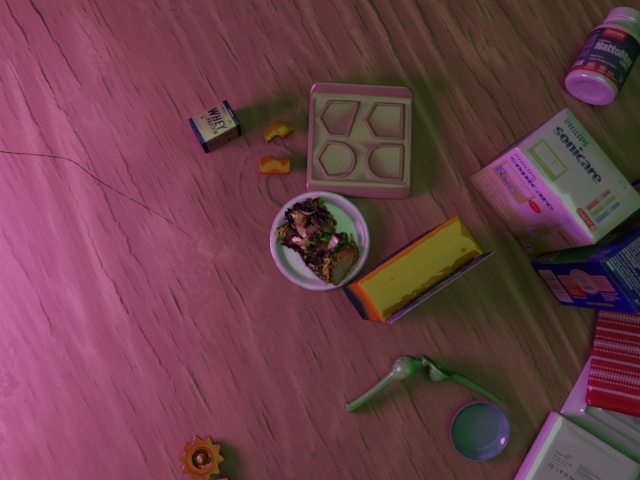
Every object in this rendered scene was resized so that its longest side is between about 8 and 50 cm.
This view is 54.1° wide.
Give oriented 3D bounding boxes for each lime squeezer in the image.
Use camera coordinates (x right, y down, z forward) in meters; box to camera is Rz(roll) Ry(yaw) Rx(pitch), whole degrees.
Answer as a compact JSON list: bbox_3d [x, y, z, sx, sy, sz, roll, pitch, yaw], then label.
[{"bbox_3d":[0.204,0.277,1.222,0.311,0.059,0.109,-2,84,-4],"label":"lime squeezer"}]

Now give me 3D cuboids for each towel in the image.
[{"bbox_3d":[0.638,0.211,1.215,0.199,0.031,0.274,9,74,26],"label":"towel"}]

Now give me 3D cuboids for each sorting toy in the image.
[{"bbox_3d":[0.033,-0.203,1.270,0.307,0.041,0.229,2,89,-3],"label":"sorting toy"}]

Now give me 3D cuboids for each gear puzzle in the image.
[{"bbox_3d":[-0.213,0.540,1.182,0.176,0.044,0.338,-11,82,-3],"label":"gear puzzle"}]

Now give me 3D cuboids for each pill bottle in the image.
[{"bbox_3d":[0.590,-0.380,1.284,0.108,0.108,0.180,29,83,0],"label":"pill bottle"}]

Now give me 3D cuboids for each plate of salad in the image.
[{"bbox_3d":[0.000,0.000,1.237,0.200,0.048,0.199,0,88,-3],"label":"plate of salad"}]

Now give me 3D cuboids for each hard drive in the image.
[{"bbox_3d":[0.466,0.521,1.218,0.203,0.040,0.307,32,83,-1],"label":"hard drive"}]

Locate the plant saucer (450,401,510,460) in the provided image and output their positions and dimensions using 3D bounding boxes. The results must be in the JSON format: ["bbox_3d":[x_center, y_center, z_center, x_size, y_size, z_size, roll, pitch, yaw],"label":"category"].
[{"bbox_3d":[0.311,0.371,1.229,0.119,0.021,0.119,0,95,-3],"label":"plant saucer"}]

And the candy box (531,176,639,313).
[{"bbox_3d":[0.600,-0.009,1.167,0.317,0.268,0.122,-35,91,-7],"label":"candy box"}]

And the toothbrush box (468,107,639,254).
[{"bbox_3d":[0.417,-0.095,1.157,0.122,0.283,0.206,-38,89,-7],"label":"toothbrush box"}]

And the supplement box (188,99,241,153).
[{"bbox_3d":[-0.205,-0.222,1.231,0.083,0.083,0.056,-29,88,-7],"label":"supplement box"}]

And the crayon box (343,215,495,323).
[{"bbox_3d":[0.157,0.055,1.106,0.203,0.323,0.083,-33,87,-6],"label":"crayon box"}]

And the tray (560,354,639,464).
[{"bbox_3d":[0.631,0.358,1.254,0.270,0.030,0.145,31,83,0],"label":"tray"}]
